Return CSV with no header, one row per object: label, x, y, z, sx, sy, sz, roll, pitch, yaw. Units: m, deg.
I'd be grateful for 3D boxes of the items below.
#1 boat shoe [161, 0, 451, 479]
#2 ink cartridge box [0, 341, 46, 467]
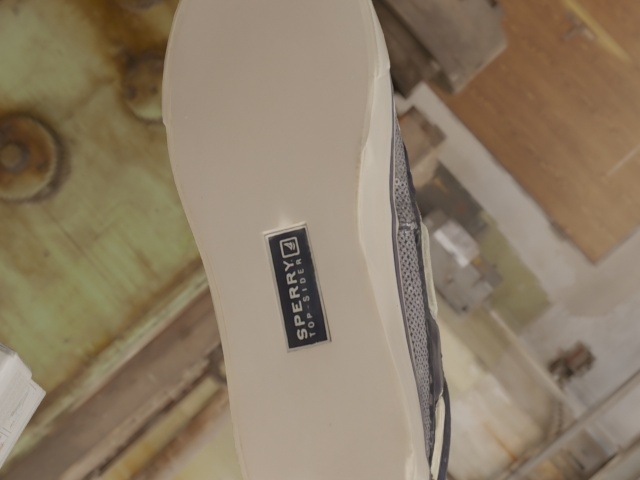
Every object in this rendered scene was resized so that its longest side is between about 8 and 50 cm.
boat shoe,0.000,0.000,0.673,0.127,0.341,0.158,-8,168,12
ink cartridge box,-0.346,0.220,1.040,0.275,0.060,0.239,-61,180,-16
